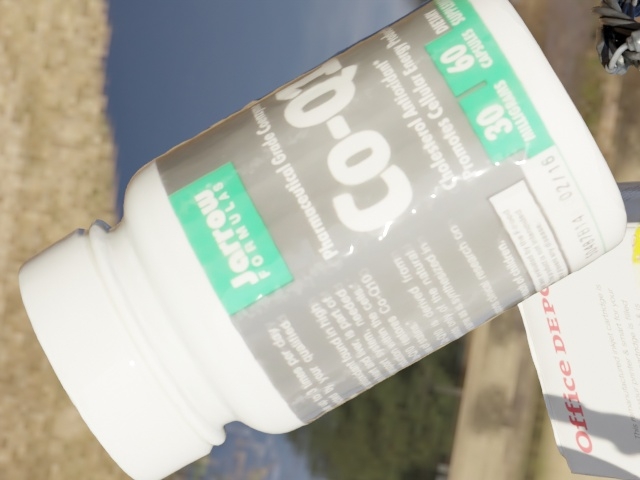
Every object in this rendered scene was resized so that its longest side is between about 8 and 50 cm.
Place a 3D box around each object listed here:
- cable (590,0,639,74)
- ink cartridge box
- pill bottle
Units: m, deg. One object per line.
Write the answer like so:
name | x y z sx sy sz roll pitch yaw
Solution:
cable | 0.282 -0.186 1.491 0.047 0.150 0.184 62 20 -16
ink cartridge box | 0.311 0.071 1.509 0.131 0.306 0.226 -25 106 -34
pill bottle | 0.000 0.000 1.276 0.204 0.361 0.204 59 2 -4
